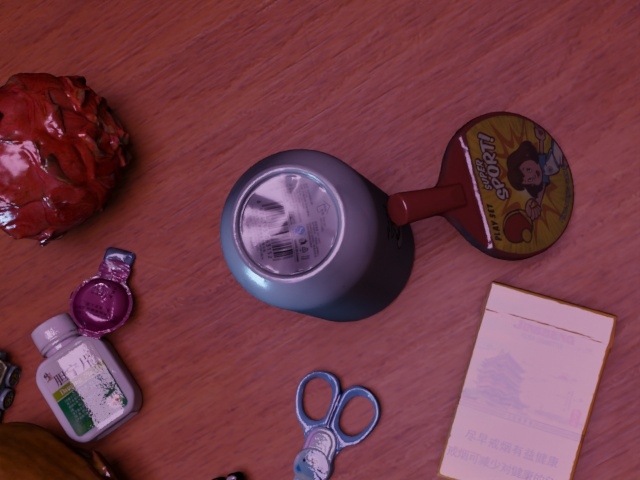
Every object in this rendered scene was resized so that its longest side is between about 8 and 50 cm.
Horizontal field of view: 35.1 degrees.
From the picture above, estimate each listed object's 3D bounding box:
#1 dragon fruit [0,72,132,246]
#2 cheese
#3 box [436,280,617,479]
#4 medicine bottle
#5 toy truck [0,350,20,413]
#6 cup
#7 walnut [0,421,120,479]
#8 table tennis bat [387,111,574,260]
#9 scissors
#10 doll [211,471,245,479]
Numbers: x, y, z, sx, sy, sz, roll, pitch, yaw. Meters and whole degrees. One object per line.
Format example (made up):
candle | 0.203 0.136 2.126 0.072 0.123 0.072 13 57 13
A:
dragon fruit | -0.401 -0.120 1.453 0.241 0.241 0.252 33 107 12
cheese | -0.318 0.077 1.496 0.095 0.038 0.145 15 66 4
box | 0.278 0.209 1.362 0.174 0.076 0.274 16 89 11
medicine bottle | -0.352 0.199 1.492 0.119 0.069 0.183 -35 78 1
toy truck | -0.526 0.252 1.498 0.085 0.116 0.191 17 88 14
cup | 0.000 0.000 1.315 0.205 0.312 0.205 -1 84 13
walnut | -0.388 0.380 1.421 0.298 0.203 0.203 33 92 13
table tennis bat | 0.216 -0.065 1.324 0.310 0.038 0.200 -13 86 -35
scissors | -0.009 0.316 1.433 0.125 0.030 0.256 22 90 15
doll | -0.105 0.438 1.424 0.091 0.067 0.219 -22 74 21
